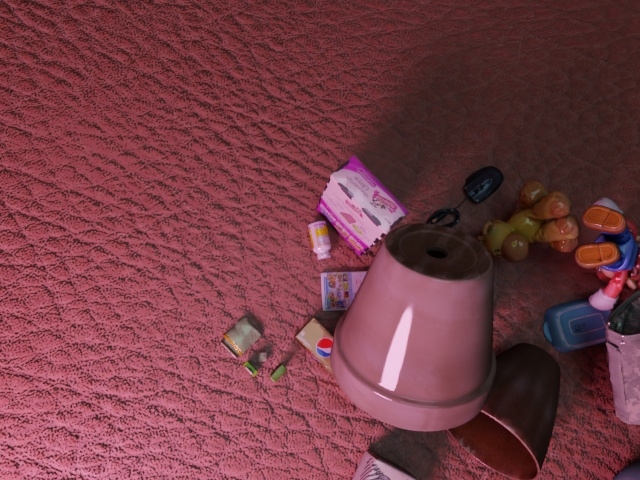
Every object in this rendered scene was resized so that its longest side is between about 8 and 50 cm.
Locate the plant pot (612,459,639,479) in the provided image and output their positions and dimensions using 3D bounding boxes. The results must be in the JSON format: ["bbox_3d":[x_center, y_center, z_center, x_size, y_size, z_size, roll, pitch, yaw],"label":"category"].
[{"bbox_3d":[0.740,0.581,0.960,0.292,0.235,0.293,2,78,-8],"label":"plant pot"}]

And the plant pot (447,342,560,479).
[{"bbox_3d":[0.404,0.333,1.000,0.215,0.215,0.230,46,62,4],"label":"plant pot"}]

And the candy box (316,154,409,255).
[{"bbox_3d":[0.080,-0.065,1.012,0.071,0.233,0.159,-42,87,-14],"label":"candy box"}]

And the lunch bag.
[{"bbox_3d":[0.740,0.240,1.037,0.286,0.169,0.236,-21,109,-13],"label":"lunch bag"}]

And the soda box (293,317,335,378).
[{"bbox_3d":[0.026,0.251,1.024,0.181,0.061,0.058,44,75,3],"label":"soda box"}]

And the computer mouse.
[{"bbox_3d":[0.359,-0.105,1.158,0.242,0.041,0.071,-40,86,-13],"label":"computer mouse"}]

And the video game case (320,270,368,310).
[{"bbox_3d":[0.063,0.115,1.085,0.121,0.011,0.087,-1,79,-8],"label":"video game case"}]

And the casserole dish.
[{"bbox_3d":[0.626,0.200,1.131,0.188,0.037,0.114,-11,79,-9],"label":"casserole dish"}]

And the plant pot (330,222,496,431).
[{"bbox_3d":[0.188,0.133,0.888,0.322,0.323,0.281,0,122,-8],"label":"plant pot"}]

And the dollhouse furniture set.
[{"bbox_3d":[-0.141,0.236,1.006,0.152,0.058,0.076,45,76,3],"label":"dollhouse furniture set"}]

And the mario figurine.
[{"bbox_3d":[0.643,0.034,1.079,0.198,0.320,0.170,-48,46,18],"label":"mario figurine"}]

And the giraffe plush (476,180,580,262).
[{"bbox_3d":[0.452,-0.022,1.085,0.170,0.210,0.182,-33,108,-8],"label":"giraffe plush"}]

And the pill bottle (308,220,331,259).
[{"bbox_3d":[0.000,0.000,1.085,0.043,0.043,0.084,-10,80,-10],"label":"pill bottle"}]

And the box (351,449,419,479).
[{"bbox_3d":[0.087,0.578,0.944,0.113,0.094,0.275,28,75,-2],"label":"box"}]
